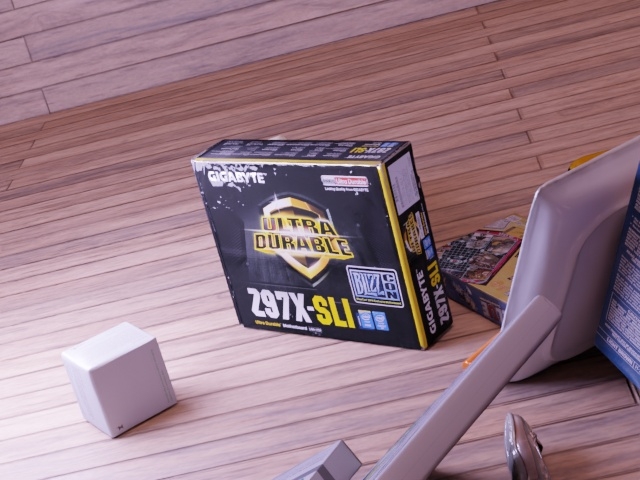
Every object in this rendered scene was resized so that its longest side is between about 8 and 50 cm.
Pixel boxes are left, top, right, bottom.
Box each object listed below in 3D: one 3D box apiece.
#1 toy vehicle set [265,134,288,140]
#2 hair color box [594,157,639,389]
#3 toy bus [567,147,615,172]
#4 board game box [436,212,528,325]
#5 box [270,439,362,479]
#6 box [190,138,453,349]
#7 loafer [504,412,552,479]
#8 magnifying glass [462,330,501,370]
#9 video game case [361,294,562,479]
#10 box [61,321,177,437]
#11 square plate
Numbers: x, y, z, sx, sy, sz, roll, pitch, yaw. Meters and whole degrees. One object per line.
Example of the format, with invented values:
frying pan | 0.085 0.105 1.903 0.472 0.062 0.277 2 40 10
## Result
toy vehicle set | -0.016 -0.043 2.127 0.035 0.166 0.267 -20 22 -11
hair color box | 0.403 -0.005 1.509 0.173 0.347 0.105 -26 53 -24
toy bus | 0.481 -0.061 1.828 0.332 0.130 0.108 -5 19 -12
board game box | 0.256 0.039 1.912 0.165 0.042 0.243 -23 23 -18
box | -0.054 0.286 1.450 0.145 0.038 0.186 -36 6 40
box | 0.000 0.000 1.892 0.322 0.257 0.079 5 30 39
loafer | 0.214 0.224 1.507 0.039 0.045 0.125 2 29 -1
magnifying glass | 0.256 0.092 1.746 0.231 0.026 0.092 -35 52 -30
video game case | 0.071 0.219 1.366 0.329 0.036 0.300 -41 -9 -46
box | -0.254 0.174 1.849 0.102 0.101 0.087 -27 25 -26
square plate | 0.357 0.001 1.622 0.347 0.344 0.049 -25 55 -22
